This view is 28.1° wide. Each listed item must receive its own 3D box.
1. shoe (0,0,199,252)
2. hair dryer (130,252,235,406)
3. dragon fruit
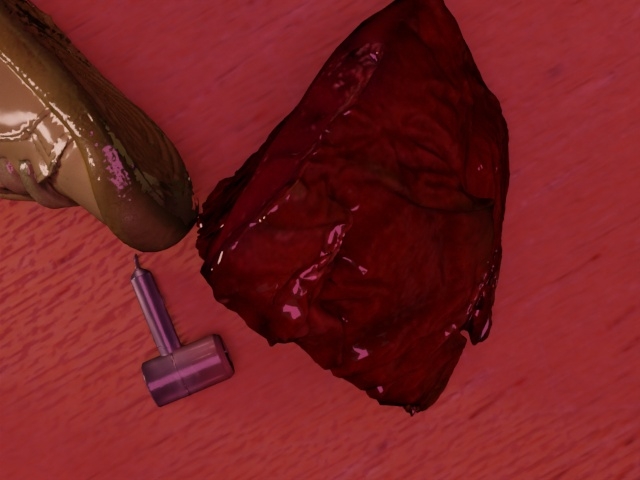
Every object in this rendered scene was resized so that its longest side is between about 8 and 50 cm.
[{"bbox_3d":[-0.187,-0.080,0.888,0.128,0.140,0.262,-48,70,20],"label":"shoe"},{"bbox_3d":[-0.114,0.061,0.960,0.063,0.037,0.114,-23,88,0],"label":"hair dryer"},{"bbox_3d":[0.000,0.000,0.845,0.240,0.330,0.302,-15,98,22],"label":"dragon fruit"}]
